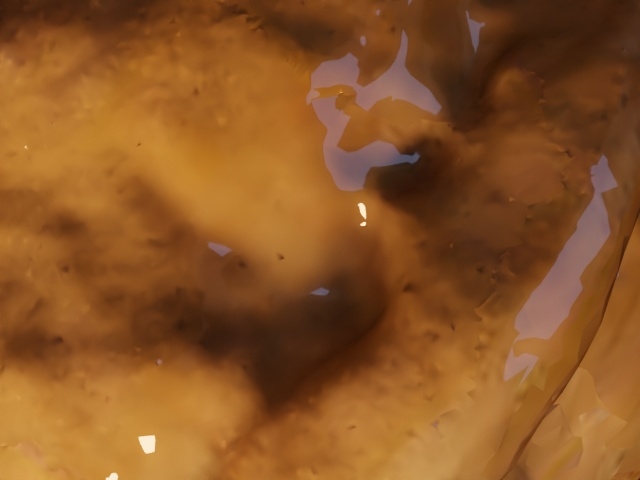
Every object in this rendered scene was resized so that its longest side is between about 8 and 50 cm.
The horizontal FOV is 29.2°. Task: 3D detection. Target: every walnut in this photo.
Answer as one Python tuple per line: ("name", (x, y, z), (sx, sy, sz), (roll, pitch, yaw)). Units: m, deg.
("walnut", (-0.014, 0.006, 0.528), (0.384, 0.384, 0.383), (0, 89, -37))
